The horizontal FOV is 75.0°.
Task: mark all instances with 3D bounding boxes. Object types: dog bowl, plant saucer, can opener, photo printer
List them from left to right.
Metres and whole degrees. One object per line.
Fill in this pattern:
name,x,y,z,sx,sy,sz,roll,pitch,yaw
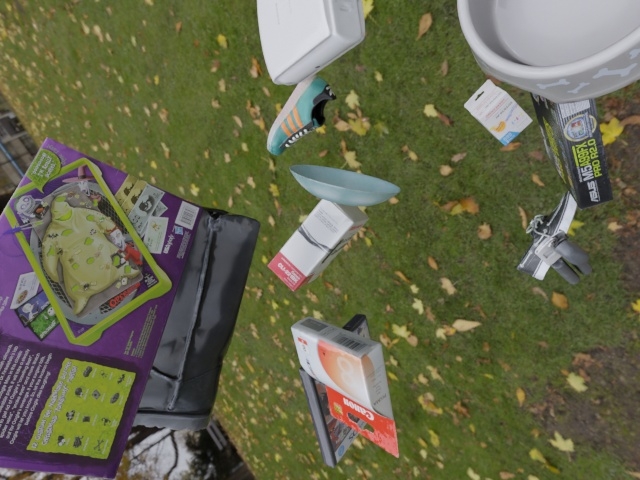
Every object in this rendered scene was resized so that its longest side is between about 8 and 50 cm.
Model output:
photo printer,-0.041,-0.500,0.916,0.308,0.107,0.255,0,99,58
plant saucer,0.039,-0.092,0.721,0.195,0.195,0.037,32,117,47
can opener,0.590,0.055,0.982,0.284,0.076,0.095,26,-157,-42
dog bowl,0.362,-0.382,0.596,0.349,0.102,0.348,6,100,41

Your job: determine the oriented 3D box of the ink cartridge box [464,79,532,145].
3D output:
ink cartridge box,0.535,-0.384,1.259,0.181,0.104,0.061,30,-154,-27

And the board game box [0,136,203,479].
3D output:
board game box,-0.285,0.070,0.485,0.208,0.346,0.056,29,148,-32

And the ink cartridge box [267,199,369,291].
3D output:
ink cartridge box,0.000,0.000,1.228,0.114,0.272,0.197,43,-162,10

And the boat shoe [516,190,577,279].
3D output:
boat shoe,0.701,-0.026,1.297,0.105,0.113,0.306,24,126,25

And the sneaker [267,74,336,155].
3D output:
sneaker,-0.063,-0.371,1.322,0.121,0.108,0.302,41,127,3

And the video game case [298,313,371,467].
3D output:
video game case,0.063,0.361,1.028,0.035,0.248,0.274,2,113,38

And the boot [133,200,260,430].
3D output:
boot,-0.337,0.130,0.822,0.146,0.368,0.444,29,104,64

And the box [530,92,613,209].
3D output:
box,0.469,-0.225,0.800,0.270,0.060,0.216,55,-153,-31

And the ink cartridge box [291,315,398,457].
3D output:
ink cartridge box,0.031,0.206,0.579,0.146,0.045,0.179,9,113,50
